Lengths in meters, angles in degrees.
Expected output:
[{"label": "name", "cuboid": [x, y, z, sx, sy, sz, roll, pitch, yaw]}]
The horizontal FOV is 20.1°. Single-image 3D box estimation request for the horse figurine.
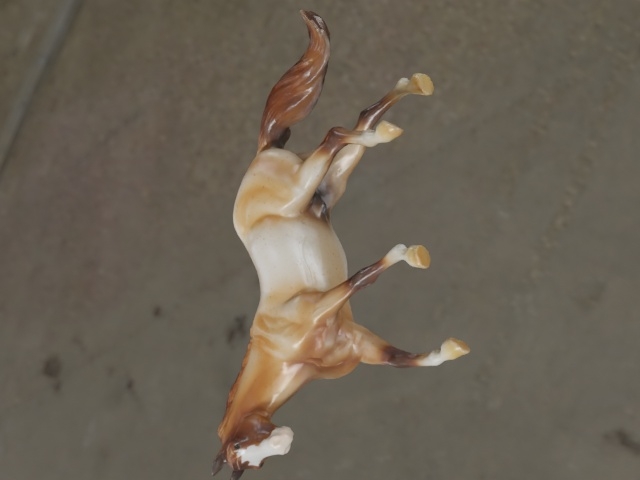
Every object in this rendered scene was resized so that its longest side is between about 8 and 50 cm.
[{"label": "horse figurine", "cuboid": [0.000, 0.000, 1.089, 0.174, 0.066, 0.263, -27, 62, 39]}]
